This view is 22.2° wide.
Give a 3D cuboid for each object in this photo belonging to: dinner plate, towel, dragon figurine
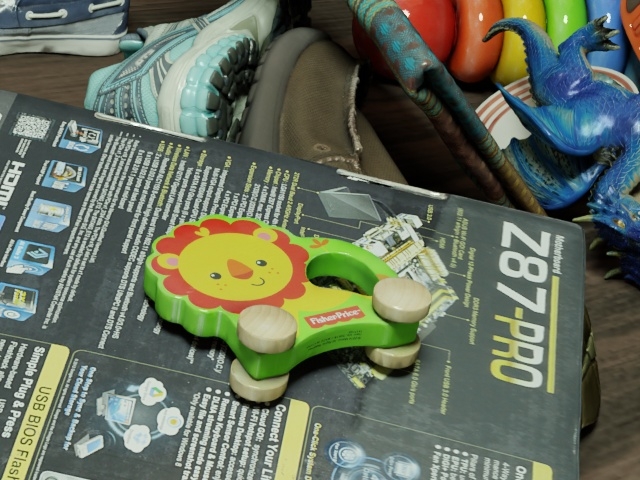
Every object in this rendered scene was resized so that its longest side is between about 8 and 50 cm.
[{"bbox_3d":[0.181,-0.090,1.273,0.141,0.017,0.141,-15,34,10],"label":"dinner plate"},{"bbox_3d":[0.025,-0.168,1.131,0.370,0.040,0.271,58,8,35],"label":"towel"},{"bbox_3d":[0.177,-0.081,1.174,0.144,0.085,0.289,-36,53,-19],"label":"dragon figurine"}]

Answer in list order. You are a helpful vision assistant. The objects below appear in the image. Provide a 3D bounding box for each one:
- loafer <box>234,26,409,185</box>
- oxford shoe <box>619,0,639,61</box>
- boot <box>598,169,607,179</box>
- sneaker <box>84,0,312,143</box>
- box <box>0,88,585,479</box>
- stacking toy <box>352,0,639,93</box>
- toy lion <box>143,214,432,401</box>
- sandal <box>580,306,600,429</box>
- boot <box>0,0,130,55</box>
[{"bbox_3d":[0.000,0.000,0.973,0.130,0.134,0.366,15,37,-3],"label":"loafer"},{"bbox_3d":[0.346,-0.111,1.314,0.271,0.097,0.098,49,14,11],"label":"oxford shoe"},{"bbox_3d":[0.265,-0.052,1.265,0.099,0.045,0.121,9,26,-15],"label":"boot"},{"bbox_3d":[-0.085,-0.138,1.212,0.122,0.110,0.283,6,20,15],"label":"sneaker"},{"bbox_3d":[-0.058,0.112,0.650,0.318,0.097,0.395,11,42,0],"label":"box"},{"bbox_3d":[0.191,-0.176,1.386,0.330,0.141,0.141,1,29,-12],"label":"stacking toy"},{"bbox_3d":[-0.018,0.020,0.672,0.100,0.034,0.096,-11,39,-27],"label":"toy lion"},{"bbox_3d":[0.123,0.087,0.921,0.049,0.072,0.180,0,26,23],"label":"sandal"},{"bbox_3d":[-0.237,-0.193,1.268,0.190,0.086,0.069,-5,32,-31],"label":"boot"}]
